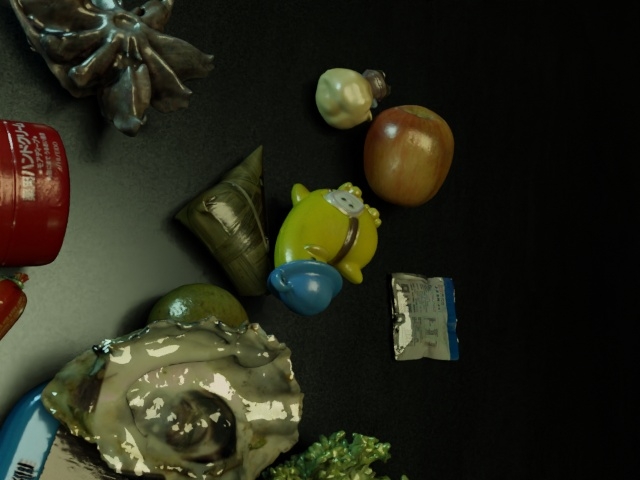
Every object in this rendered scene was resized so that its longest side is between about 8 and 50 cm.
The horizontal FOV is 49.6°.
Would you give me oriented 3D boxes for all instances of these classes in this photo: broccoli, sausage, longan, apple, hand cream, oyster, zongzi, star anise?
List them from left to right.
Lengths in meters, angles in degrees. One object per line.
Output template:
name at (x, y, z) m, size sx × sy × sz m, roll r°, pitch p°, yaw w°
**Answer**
sausage at (-0.455, 0.139, 0.859) m, size 0.083 × 0.083 × 0.264 m, roll 45°, pitch 57°, yaw -19°
hand cream at (-0.403, -0.059, 0.873) m, size 0.125 × 0.193 × 0.193 m, roll -2°, pitch 80°, yaw -38°
star anise at (-0.319, -0.302, 1.045) m, size 0.315 × 0.139 × 0.360 m, roll 8°, pitch 59°, yaw -42°
oyster at (-0.171, 0.207, 0.889) m, size 0.351 × 0.114 × 0.238 m, roll 9°, pitch 91°, yaw -25°
longan at (-0.175, 0.144, 1.011) m, size 0.154 × 0.145 × 0.176 m, roll -8°, pitch 51°, yaw -20°
zongzi at (-0.105, -0.026, 1.148) m, size 0.205 × 0.094 × 0.204 m, roll 55°, pitch 47°, yaw -18°
broccoli at (0.061, 0.452, 1.051) m, size 0.338 × 0.317 × 0.277 m, roll 86°, pitch 24°, yaw -45°
apple at (0.167, -0.159, 1.321) m, size 0.199 × 0.199 × 0.199 m, roll 9°, pitch 74°, yaw -34°

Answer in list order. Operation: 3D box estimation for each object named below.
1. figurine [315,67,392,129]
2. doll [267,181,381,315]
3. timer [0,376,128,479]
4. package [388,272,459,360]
figurine at (0.068, -0.286, 1.336) m, size 0.196 × 0.108 × 0.114 m, roll -40°, pitch 114°, yaw -53°
doll at (0.000, 0.000, 1.156) m, size 0.199 × 0.145 × 0.363 m, roll 49°, pitch 31°, yaw -2°
timer at (-0.290, 0.356, 0.904) m, size 0.309 × 0.115 × 0.340 m, roll 28°, pitch 64°, yaw -29°
package at (0.207, 0.151, 1.367) m, size 0.173 × 0.027 × 0.171 m, roll 8°, pitch 71°, yaw -35°
